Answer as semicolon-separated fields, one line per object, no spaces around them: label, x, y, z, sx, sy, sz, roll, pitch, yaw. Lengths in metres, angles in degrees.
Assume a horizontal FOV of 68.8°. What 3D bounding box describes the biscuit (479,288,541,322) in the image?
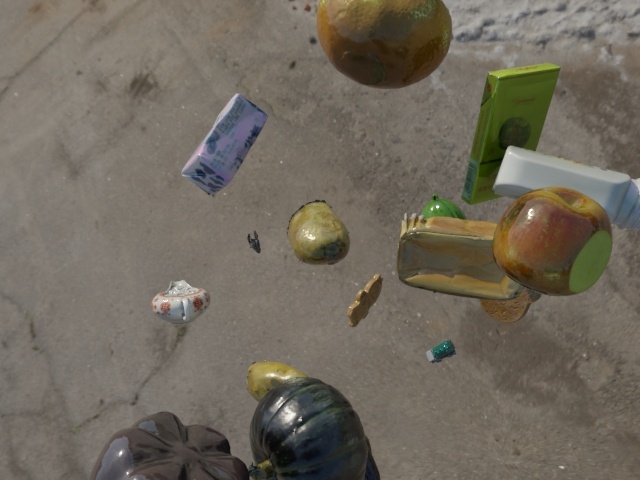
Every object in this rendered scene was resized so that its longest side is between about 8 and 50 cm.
biscuit;0.586;0.158;1.462;0.049;0.208;0.181;-14;46;-34

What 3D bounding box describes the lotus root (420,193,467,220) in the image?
lotus root;0.409;-0.079;1.594;0.186;0.186;0.186;-9;63;18

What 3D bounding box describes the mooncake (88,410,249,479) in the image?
mooncake;-0.223;0.376;0.702;0.245;0.245;0.133;32;96;30

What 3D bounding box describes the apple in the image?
apple;0.224;-0.003;0.461;0.099;0.114;0.102;42;120;54

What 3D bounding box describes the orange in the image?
orange;0.138;-0.497;1.133;0.335;0.262;0.196;28;59;10

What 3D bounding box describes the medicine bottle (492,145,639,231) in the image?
medicine bottle;0.568;-0.118;1.056;0.324;0.179;0.124;21;101;17

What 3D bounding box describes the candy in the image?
candy;-0.158;-0.157;0.778;0.092;0.073;0.160;-25;36;49

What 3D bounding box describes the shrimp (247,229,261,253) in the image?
shrimp;-0.226;0.006;1.577;0.038;0.092;0.029;-9;29;-3

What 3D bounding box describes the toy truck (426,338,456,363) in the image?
toy truck;0.301;0.279;1.172;0.083;0.044;0.039;-47;51;42

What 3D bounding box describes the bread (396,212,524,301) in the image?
bread;0.272;0.030;0.905;0.241;0.136;0.107;6;25;15

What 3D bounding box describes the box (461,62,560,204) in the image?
box;0.465;-0.256;1.160;0.187;0.335;0.047;-14;39;-19

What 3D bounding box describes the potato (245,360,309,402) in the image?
potato;-0.149;0.489;1.579;0.300;0.173;0.140;-2;46;42

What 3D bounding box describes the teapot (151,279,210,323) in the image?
teapot;-0.391;0.179;1.323;0.245;0.159;0.116;5;88;61

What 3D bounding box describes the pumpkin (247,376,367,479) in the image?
pumpkin;-0.037;0.381;0.863;0.216;0.250;0.250;-18;53;-29

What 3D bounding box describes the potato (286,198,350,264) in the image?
potato;0.000;0.000;1.672;0.229;0.229;0.266;-31;31;5

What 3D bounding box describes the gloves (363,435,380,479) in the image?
gloves;0.066;0.570;1.209;0.152;0.197;0.301;-26;67;11

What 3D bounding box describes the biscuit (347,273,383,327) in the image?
biscuit;0.145;0.194;1.482;0.027;0.133;0.184;24;44;31
